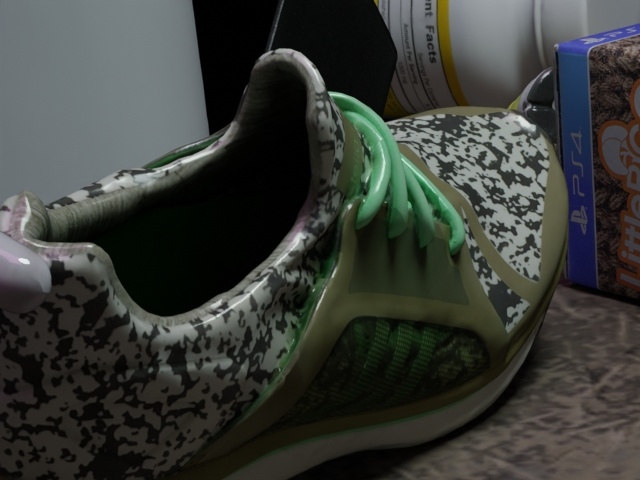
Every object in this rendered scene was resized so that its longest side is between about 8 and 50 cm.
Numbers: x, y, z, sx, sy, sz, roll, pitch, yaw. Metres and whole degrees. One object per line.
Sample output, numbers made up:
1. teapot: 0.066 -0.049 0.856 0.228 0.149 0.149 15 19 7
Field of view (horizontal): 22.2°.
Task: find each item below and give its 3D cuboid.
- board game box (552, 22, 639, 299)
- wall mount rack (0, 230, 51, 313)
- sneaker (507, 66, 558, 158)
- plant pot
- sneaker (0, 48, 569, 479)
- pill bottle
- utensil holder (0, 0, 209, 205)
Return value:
1. board game box: 0.310 -0.045 0.871 0.232 0.141 0.291 -18 21 -35
2. wall mount rack: -0.209 0.044 0.565 0.130 0.350 0.304 24 7 -19
3. sneaker: 0.224 -0.094 1.187 0.209 0.081 0.094 0 -10 -21
4. plant pot: -0.055 -0.102 1.098 0.187 0.188 0.167 7 -12 39
5. sneaker: 0.000 0.000 0.688 0.158 0.182 0.410 39 41 19
6. pill bottle: 0.090 -0.193 1.360 0.334 0.188 0.188 4 19 29
7. utensil holder: -0.224 -0.113 0.853 0.328 0.385 0.327 -6 16 2
